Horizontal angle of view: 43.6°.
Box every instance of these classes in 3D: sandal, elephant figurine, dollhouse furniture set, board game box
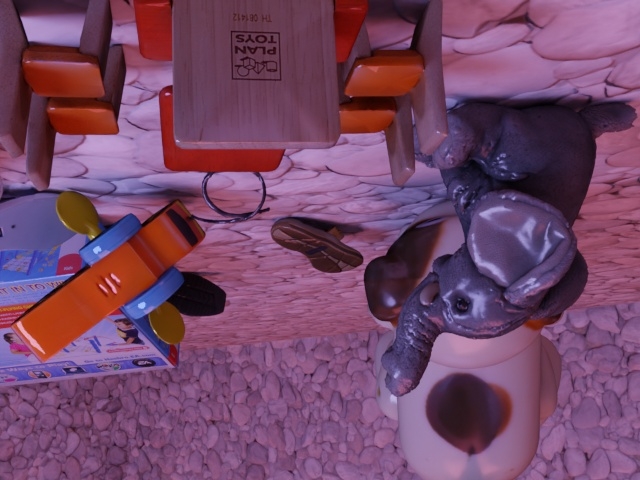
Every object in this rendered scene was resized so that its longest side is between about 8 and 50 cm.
[{"bbox_3d":[0.000,0.000,1.117,0.072,0.049,0.180,-18,148,34],"label":"sandal"},{"bbox_3d":[0.161,0.010,0.701,0.170,0.239,0.186,4,167,-29],"label":"elephant figurine"},{"bbox_3d":[-0.051,-0.080,0.461,0.262,0.135,0.259,-1,169,-9],"label":"dollhouse furniture set"},{"bbox_3d":[-0.391,0.097,1.105,0.309,0.086,0.302,-7,148,9],"label":"board game box"}]

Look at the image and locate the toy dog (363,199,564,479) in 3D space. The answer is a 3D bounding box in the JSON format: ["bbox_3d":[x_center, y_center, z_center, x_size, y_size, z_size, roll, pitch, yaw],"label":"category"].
[{"bbox_3d":[0.172,0.127,1.035,0.285,0.395,0.407,7,138,17],"label":"toy dog"}]

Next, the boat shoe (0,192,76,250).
[{"bbox_3d":[-0.356,-0.025,0.870,0.183,0.065,0.083,-16,-146,-35],"label":"boat shoe"}]

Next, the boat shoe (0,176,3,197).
[{"bbox_3d":[-0.318,-0.042,0.686,0.084,0.095,0.258,6,167,-20],"label":"boat shoe"}]

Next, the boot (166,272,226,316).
[{"bbox_3d":[-0.284,0.098,1.483,0.198,0.076,0.137,15,168,-18],"label":"boot"}]

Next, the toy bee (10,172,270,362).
[{"bbox_3d":[-0.186,0.022,0.884,0.299,0.195,0.162,-14,-167,2],"label":"toy bee"}]
